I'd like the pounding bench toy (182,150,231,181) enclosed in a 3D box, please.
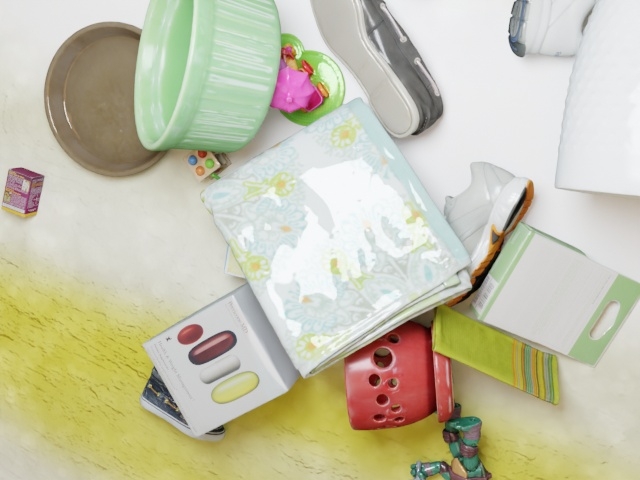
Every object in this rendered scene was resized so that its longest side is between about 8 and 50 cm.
[{"bbox_3d":[-0.194,-0.129,1.354,0.052,0.065,0.083,-35,90,17],"label":"pounding bench toy"}]

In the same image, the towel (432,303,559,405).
[{"bbox_3d":[0.287,0.183,1.235,0.237,0.102,0.021,25,130,-13],"label":"towel"}]

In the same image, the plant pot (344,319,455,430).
[{"bbox_3d":[0.133,0.217,1.272,0.174,0.191,0.191,-5,98,9],"label":"plant pot"}]

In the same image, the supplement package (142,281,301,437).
[{"bbox_3d":[-0.164,0.205,1.361,0.203,0.149,0.194,-30,91,18],"label":"supplement package"}]

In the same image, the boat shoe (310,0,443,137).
[{"bbox_3d":[0.089,-0.324,1.250,0.112,0.095,0.335,-31,87,52],"label":"boat shoe"}]

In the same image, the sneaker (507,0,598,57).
[{"bbox_3d":[0.377,-0.424,1.159,0.129,0.111,0.297,8,106,-4],"label":"sneaker"}]

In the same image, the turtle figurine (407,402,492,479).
[{"bbox_3d":[0.237,0.410,1.321,0.175,0.118,0.234,9,103,54],"label":"turtle figurine"}]

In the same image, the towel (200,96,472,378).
[{"bbox_3d":[0.022,-0.010,1.217,0.320,0.090,0.374,-30,71,-2],"label":"towel"}]

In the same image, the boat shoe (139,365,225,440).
[{"bbox_3d":[-0.255,0.309,1.444,0.183,0.065,0.083,24,106,10],"label":"boat shoe"}]

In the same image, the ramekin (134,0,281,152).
[{"bbox_3d":[-0.183,-0.283,1.209,0.148,0.303,0.303,7,104,-28],"label":"ramekin"}]

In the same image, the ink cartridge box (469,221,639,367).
[{"bbox_3d":[0.391,0.092,1.257,0.235,0.056,0.171,23,106,-15],"label":"ink cartridge box"}]

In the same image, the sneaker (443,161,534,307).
[{"bbox_3d":[0.243,-0.011,1.266,0.121,0.099,0.262,36,108,26],"label":"sneaker"}]

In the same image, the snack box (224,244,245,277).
[{"bbox_3d":[0.000,0.000,1.331,0.322,0.060,0.187,13,101,11],"label":"snack box"}]

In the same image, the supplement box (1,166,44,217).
[{"bbox_3d":[-0.574,-0.093,1.465,0.055,0.043,0.083,21,105,10],"label":"supplement box"}]

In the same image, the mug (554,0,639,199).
[{"bbox_3d":[0.475,-0.217,1.018,0.276,0.374,0.328,8,95,17],"label":"mug"}]

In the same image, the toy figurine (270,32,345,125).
[{"bbox_3d":[-0.051,-0.270,1.246,0.130,0.159,0.173,-33,90,17],"label":"toy figurine"}]

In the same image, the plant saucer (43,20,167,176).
[{"bbox_3d":[-0.374,-0.257,1.390,0.278,0.041,0.278,2,100,13],"label":"plant saucer"}]
